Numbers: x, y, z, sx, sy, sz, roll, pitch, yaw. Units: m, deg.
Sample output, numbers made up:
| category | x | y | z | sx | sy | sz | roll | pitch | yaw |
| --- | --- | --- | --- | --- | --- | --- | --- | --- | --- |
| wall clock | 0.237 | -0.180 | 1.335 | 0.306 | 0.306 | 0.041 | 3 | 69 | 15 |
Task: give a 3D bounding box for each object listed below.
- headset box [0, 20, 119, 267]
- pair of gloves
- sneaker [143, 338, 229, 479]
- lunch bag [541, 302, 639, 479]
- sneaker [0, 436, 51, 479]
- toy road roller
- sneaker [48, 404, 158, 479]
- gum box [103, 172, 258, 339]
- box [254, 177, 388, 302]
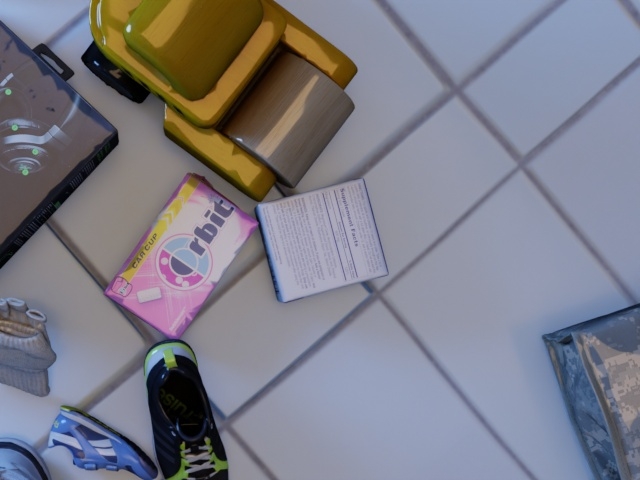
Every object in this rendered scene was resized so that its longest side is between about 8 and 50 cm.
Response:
| category | x | y | z | sx | sy | sz | roll | pitch | yaw |
| --- | --- | --- | --- | --- | --- | --- | --- | --- | --- |
| headset box | -0.408 | -0.119 | 1.633 | 0.246 | 0.131 | 0.283 | 42 | 83 | -4 |
| pair of gloves | -0.419 | 0.106 | 1.595 | 0.240 | 0.204 | 0.042 | 20 | 56 | -2 |
| sneaker | -0.163 | 0.230 | 1.646 | 0.084 | 0.097 | 0.234 | -18 | 111 | -7 |
| lunch bag | 0.441 | 0.214 | 1.715 | 0.235 | 0.169 | 0.287 | -18 | 86 | -8 |
| sneaker | -0.343 | 0.413 | 1.581 | 0.137 | 0.210 | 0.365 | -13 | 90 | -8 |
| toy road roller | -0.118 | -0.213 | 1.620 | 0.329 | 0.240 | 0.202 | 37 | 84 | -5 |
| sneaker | -0.264 | 0.256 | 1.679 | 0.144 | 0.053 | 0.059 | 31 | 83 | 3 |
| gum box | -0.167 | 0.018 | 1.694 | 0.107 | 0.062 | 0.188 | 35 | 84 | -5 |
| box | 0.000 | 0.000 | 1.712 | 0.137 | 0.072 | 0.126 | -14 | 89 | -7 |
